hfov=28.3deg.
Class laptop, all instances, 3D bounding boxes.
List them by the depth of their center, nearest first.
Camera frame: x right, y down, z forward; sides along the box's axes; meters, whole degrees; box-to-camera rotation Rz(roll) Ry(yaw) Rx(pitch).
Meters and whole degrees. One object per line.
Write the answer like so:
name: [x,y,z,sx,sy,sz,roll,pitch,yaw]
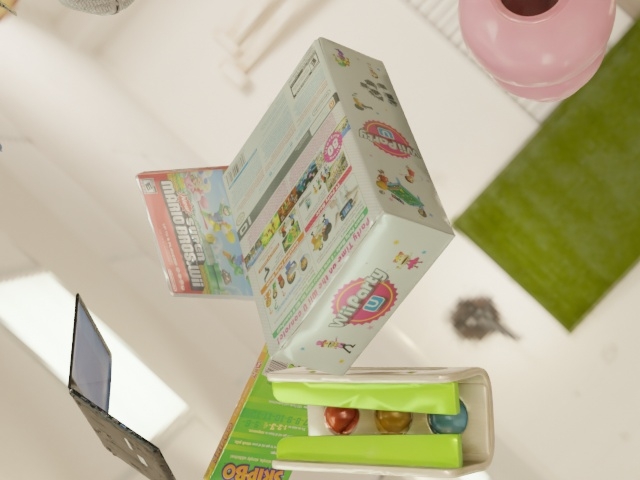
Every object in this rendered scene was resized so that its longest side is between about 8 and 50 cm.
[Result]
laptop: [-0.289,0.245,1.945,0.264,0.137,0.234,30,158,21]

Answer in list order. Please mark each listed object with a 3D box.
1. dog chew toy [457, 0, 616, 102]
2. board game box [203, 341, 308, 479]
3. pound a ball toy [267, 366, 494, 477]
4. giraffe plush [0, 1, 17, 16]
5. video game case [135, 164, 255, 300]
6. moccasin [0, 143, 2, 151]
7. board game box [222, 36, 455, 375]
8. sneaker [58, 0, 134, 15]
dog chew toy: [0.302,-0.284,1.736,0.206,0.206,0.332,45,-179,20]
board game box: [-0.082,0.298,1.980,0.124,0.260,0.039,29,168,-22]
pound a ball toy: [0.059,0.264,1.606,0.319,0.208,0.135,-5,177,35]
giraffe plush: [-0.558,-0.301,1.772,0.210,0.171,0.181,28,164,11]
video game case: [-0.158,-0.010,1.877,0.285,0.025,0.204,0,110,47]
moccasin: [-0.590,-0.127,2.089,0.137,0.117,0.342,17,-129,-25]
board game box: [0.008,-0.041,1.385,0.097,0.224,0.303,17,-144,-29]
sneaker: [-0.406,-0.491,2.228,0.210,0.137,0.366,10,-151,23]
